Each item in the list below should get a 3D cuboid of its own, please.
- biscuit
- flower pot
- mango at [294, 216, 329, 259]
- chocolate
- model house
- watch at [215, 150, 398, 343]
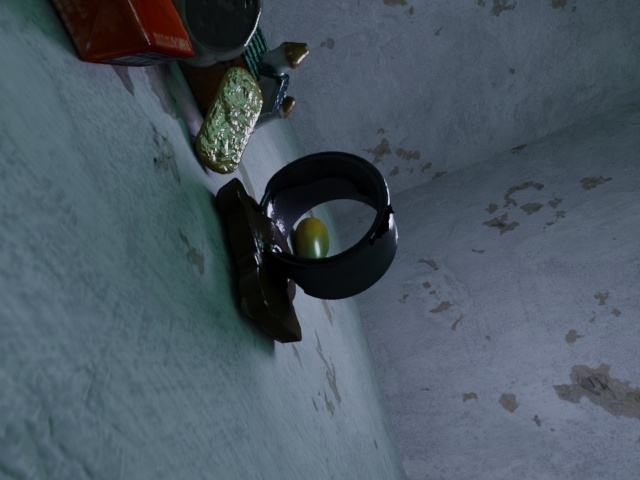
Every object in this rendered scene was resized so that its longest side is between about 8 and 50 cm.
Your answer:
[{"bbox_3d":[-0.186,-0.254,0.950,0.118,0.029,0.247,36,63,-42],"label":"biscuit"},{"bbox_3d":[-0.239,-0.462,0.865,0.195,0.246,0.246,34,-17,36],"label":"flower pot"},{"bbox_3d":[-0.035,0.013,1.585,0.251,0.114,0.156,-72,152,-61],"label":"mango"},{"bbox_3d":[-0.298,-0.365,0.640,0.237,0.108,0.234,-96,163,-70],"label":"chocolate"},{"bbox_3d":[-0.160,-0.400,1.094,0.190,0.301,0.271,-72,141,-69],"label":"model house"},{"bbox_3d":[0.000,0.000,0.929,0.314,0.327,0.335,60,12,-53],"label":"watch"}]
